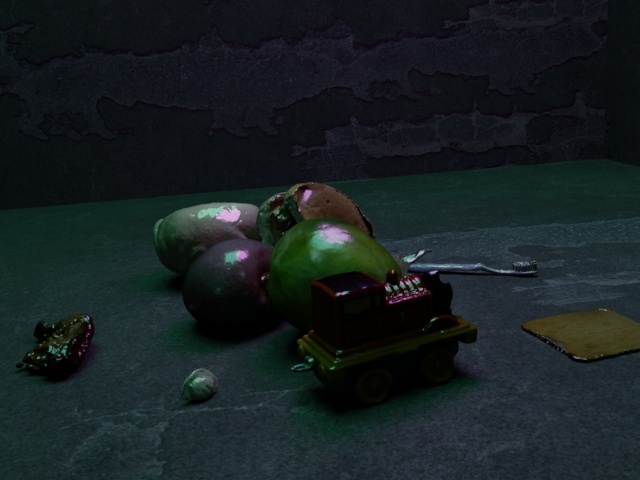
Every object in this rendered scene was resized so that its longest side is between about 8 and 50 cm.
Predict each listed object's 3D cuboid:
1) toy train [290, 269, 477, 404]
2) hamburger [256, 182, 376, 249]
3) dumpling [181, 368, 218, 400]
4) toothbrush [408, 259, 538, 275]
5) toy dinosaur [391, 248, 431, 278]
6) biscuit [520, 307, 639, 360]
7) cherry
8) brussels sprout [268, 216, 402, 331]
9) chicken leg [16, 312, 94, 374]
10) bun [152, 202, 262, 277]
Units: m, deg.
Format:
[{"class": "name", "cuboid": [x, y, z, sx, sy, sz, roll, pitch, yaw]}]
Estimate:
[{"class": "toy train", "cuboid": [0.112, 0.168, 1.253, 0.369, 0.231, 0.163, -12, 18, -23]}, {"class": "hamburger", "cuboid": [0.000, 0.000, 1.786, 0.277, 0.317, 0.195, -11, -11, -43]}, {"class": "dumpling", "cuboid": [-0.235, 0.279, 1.274, 0.077, 0.059, 0.043, -6, 3, -18]}, {"class": "toothbrush", "cuboid": [0.421, 0.080, 1.921, 0.414, 0.042, 0.035, -1, 14, 23]}, {"class": "toy dinosaur", "cuboid": [0.180, 0.091, 1.872, 0.294, 0.077, 0.162, -6, 21, 2]}, {"class": "biscuit", "cuboid": [0.592, 0.198, 1.423, 0.237, 0.013, 0.232, -9, 14, -14]}, {"class": "cherry", "cuboid": [-0.213, 0.112, 1.633, 0.308, 0.221, 0.261, -23, -20, 33]}, {"class": "brussels sprout", "cuboid": [0.027, 0.101, 1.463, 0.268, 0.344, 0.344, -48, 33, -21]}, {"class": "chicken leg", "cuboid": [-0.615, 0.241, 1.541, 0.178, 0.082, 0.322, -22, 19, -7]}, {"class": "bun", "cuboid": [-0.332, 0.014, 2.045, 0.366, 0.219, 0.365, -7, -11, -1]}]
